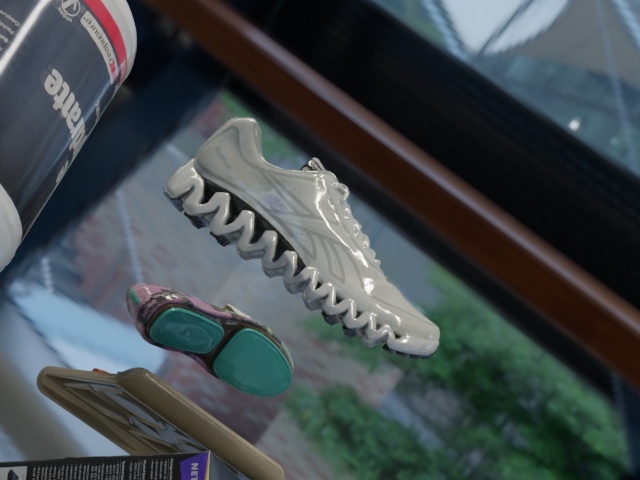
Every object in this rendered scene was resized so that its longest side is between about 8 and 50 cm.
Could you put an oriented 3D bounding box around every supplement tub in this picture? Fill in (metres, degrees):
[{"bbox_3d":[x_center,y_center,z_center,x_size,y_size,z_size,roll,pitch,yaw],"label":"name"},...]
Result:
[{"bbox_3d":[-0.267,-0.088,1.169,0.191,0.272,0.191,20,-31,13],"label":"supplement tub"}]

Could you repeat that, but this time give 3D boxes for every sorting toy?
[{"bbox_3d":[-0.132,0.215,1.736,0.307,0.041,0.229,39,-24,-24],"label":"sorting toy"}]

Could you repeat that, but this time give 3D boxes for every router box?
[{"bbox_3d":[-0.182,0.283,1.596,0.243,0.081,0.309,-5,-23,11],"label":"router box"}]

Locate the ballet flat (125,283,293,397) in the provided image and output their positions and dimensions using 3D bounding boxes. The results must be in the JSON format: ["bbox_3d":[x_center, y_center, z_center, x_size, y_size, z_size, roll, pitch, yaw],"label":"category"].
[{"bbox_3d":[-0.111,0.091,1.674,0.221,0.077,0.079,29,17,-45],"label":"ballet flat"}]

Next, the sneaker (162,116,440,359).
[{"bbox_3d":[0.000,0.000,1.520,0.292,0.118,0.110,37,-6,0],"label":"sneaker"}]
